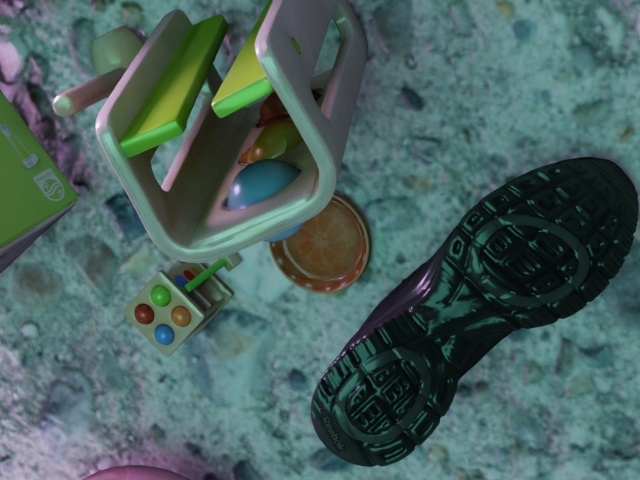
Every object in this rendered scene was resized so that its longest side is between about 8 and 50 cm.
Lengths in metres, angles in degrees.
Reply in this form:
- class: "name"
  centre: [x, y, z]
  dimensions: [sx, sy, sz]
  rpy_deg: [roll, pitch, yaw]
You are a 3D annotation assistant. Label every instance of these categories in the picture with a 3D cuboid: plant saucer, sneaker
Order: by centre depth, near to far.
- class: "sneaker"
  centre: [0.104, 0.038, 1.225]
  dimensions: [0.286, 0.130, 0.109]
  rpy_deg: [-39, 97, 5]
- class: "plant saucer"
  centre: [0.000, 0.000, 1.304]
  dimensions: [0.084, 0.013, 0.083]
  rpy_deg: [7, 108, 20]

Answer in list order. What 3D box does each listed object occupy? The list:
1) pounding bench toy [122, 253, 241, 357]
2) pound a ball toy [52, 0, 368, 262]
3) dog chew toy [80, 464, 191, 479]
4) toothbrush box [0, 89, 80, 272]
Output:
- class: "pounding bench toy"
  centre: [-0.105, 0.041, 1.329]
  dimensions: [0.052, 0.065, 0.083]
  rpy_deg: [45, 116, 3]
- class: "pound a ball toy"
  centre: [-0.075, -0.083, 1.167]
  dimensions: [0.208, 0.319, 0.135]
  rpy_deg: [-24, 108, 14]
- class: "dog chew toy"
  centre: [-0.115, 0.348, 1.364]
  dimensions: [0.207, 0.206, 0.331]
  rpy_deg: [-25, 104, 26]
- class: "toothbrush box"
  centre: [-0.358, -0.078, 1.336]
  dimensions: [0.206, 0.122, 0.283]
  rpy_deg: [-34, 91, 43]
